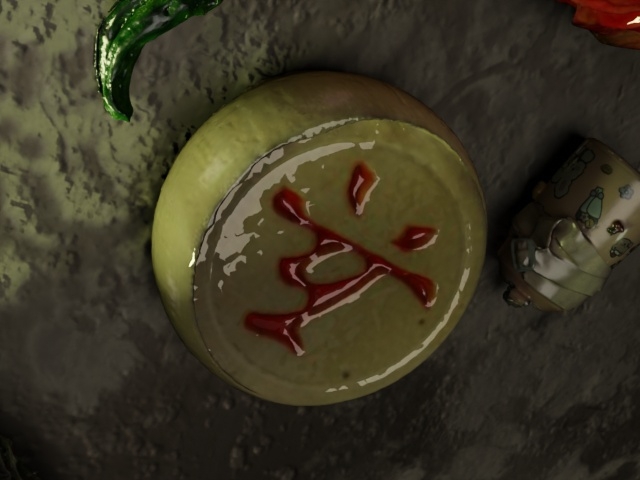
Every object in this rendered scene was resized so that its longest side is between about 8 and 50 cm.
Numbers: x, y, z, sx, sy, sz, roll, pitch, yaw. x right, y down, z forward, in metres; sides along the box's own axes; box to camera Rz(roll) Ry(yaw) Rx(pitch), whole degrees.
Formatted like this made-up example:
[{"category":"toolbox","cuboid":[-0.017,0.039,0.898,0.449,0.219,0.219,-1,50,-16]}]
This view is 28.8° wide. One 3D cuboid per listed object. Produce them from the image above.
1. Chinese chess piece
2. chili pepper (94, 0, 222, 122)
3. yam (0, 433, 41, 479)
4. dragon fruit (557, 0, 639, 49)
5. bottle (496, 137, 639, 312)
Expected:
[{"category":"Chinese chess piece","cuboid":[0.000,0.000,0.909,0.249,0.103,0.250,-10,119,-19]},{"category":"chili pepper","cuboid":[-0.115,-0.137,0.818,0.055,0.035,0.118,37,92,-19]},{"category":"yam","cuboid":[-0.264,0.223,0.839,0.201,0.202,0.271,-54,130,-37]},{"category":"dragon fruit","cuboid":[0.204,-0.193,0.777,0.286,0.329,0.228,1,122,-28]},{"category":"bottle","cuboid":[0.203,-0.001,1.015,0.152,0.099,0.099,-47,126,8]}]
